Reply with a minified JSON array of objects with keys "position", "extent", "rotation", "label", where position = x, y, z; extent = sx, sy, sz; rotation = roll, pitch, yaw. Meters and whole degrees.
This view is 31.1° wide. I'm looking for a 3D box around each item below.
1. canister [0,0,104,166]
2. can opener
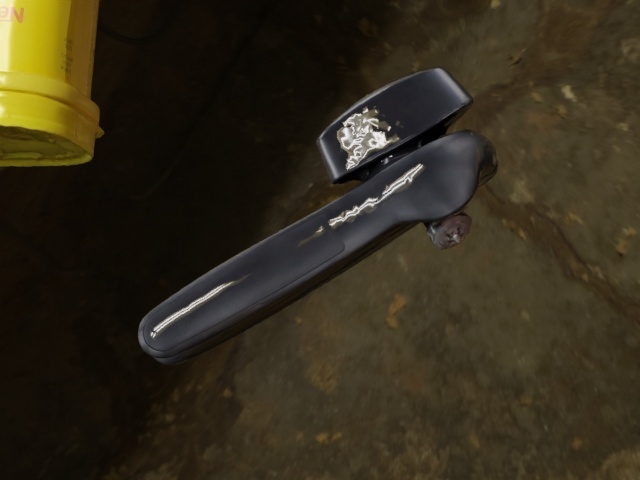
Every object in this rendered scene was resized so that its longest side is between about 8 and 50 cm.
[{"position":[-0.159,-0.124,0.523],"extent":[0.126,0.073,0.170],"rotation":[1,79,13],"label":"canister"},{"position":[0.000,0.000,0.521],"extent":[0.186,0.059,0.073],"rotation":[-36,70,-1],"label":"can opener"}]
